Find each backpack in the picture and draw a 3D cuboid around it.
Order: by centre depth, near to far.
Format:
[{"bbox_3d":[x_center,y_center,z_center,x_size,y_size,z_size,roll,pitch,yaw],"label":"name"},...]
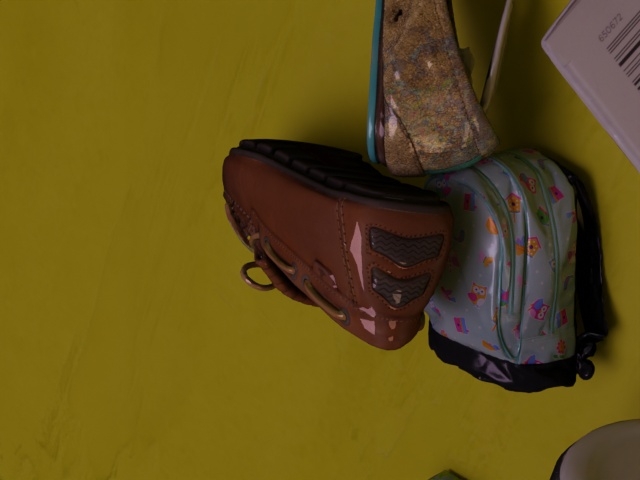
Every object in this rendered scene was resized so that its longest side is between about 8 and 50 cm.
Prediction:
[{"bbox_3d":[0.144,0.019,1.253,0.152,0.115,0.182,20,116,46],"label":"backpack"}]

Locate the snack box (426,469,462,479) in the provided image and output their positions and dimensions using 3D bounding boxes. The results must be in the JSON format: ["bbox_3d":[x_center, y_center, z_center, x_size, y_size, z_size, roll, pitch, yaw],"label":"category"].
[{"bbox_3d":[0.157,0.327,1.396,0.207,0.070,0.174,27,124,38],"label":"snack box"}]

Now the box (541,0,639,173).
[{"bbox_3d":[0.288,-0.125,0.880,0.148,0.311,0.121,56,138,18],"label":"box"}]

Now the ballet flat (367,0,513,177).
[{"bbox_3d":[0.090,-0.221,1.211,0.123,0.123,0.348,-9,80,50],"label":"ballet flat"}]

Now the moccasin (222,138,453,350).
[{"bbox_3d":[0.003,0.000,1.314,0.380,0.139,0.147,-151,68,-63],"label":"moccasin"}]

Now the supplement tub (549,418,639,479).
[{"bbox_3d":[0.252,0.321,1.181,0.207,0.207,0.338,27,125,39],"label":"supplement tub"}]
